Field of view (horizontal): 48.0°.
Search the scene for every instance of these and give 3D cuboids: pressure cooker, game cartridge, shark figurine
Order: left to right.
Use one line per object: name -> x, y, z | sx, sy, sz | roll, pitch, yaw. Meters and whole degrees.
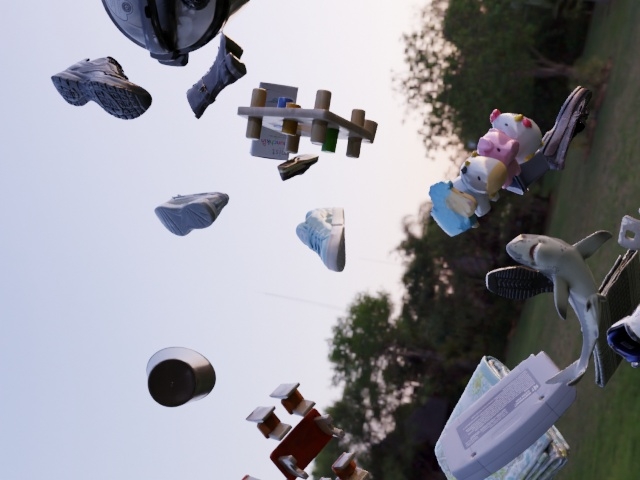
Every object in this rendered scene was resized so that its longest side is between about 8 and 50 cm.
pressure cooker -> -0.388, -0.709, 1.937 | 0.370, 0.376, 0.420 | 47, -149, -18
game cartridge -> 0.375, 0.360, 1.453 | 0.294, 0.060, 0.196 | -43, 5, 9
shark figurine -> 0.382, 0.086, 1.129 | 0.278, 0.166, 0.116 | 66, 163, -17

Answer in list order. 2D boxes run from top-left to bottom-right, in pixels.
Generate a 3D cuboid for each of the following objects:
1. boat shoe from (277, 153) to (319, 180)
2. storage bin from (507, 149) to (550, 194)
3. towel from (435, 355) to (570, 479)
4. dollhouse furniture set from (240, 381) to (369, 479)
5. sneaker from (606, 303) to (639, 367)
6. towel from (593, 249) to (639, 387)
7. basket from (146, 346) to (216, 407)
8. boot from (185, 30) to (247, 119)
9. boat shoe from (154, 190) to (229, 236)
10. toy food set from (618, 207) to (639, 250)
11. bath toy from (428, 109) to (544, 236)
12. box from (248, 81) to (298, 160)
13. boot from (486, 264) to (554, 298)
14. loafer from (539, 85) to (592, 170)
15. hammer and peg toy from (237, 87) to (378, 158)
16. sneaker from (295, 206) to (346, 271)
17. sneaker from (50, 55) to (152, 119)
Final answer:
boat shoe -> -0.064, -0.209, 2.043 | 0.152, 0.056, 0.049 | -25, -58, -38
storage bin -> 0.485, -0.169, 1.721 | 0.098, 0.091, 0.135 | 57, -178, -13
towel -> 0.423, 0.511, 1.763 | 0.320, 0.090, 0.374 | -64, 23, 18
dollhouse furniture set -> -0.072, 0.473, 1.528 | 0.259, 0.135, 0.262 | -42, -79, -30
sneaker -> 0.759, 0.197, 1.664 | 0.182, 0.127, 0.316 | -44, -27, 19
towel -> 0.866, 0.221, 2.117 | 0.312, 0.056, 0.324 | -41, -53, -31
basket -> -0.395, 0.377, 1.970 | 0.227, 0.205, 0.154 | 128, 160, -83
boot -> -0.349, -0.531, 2.291 | 0.091, 0.229, 0.262 | 34, -150, -39
boat shoe -> -0.401, -0.092, 2.218 | 0.103, 0.320, 0.118 | -44, -68, -35
toy food set -> 0.880, -0.113, 1.807 | 0.306, 0.092, 0.220 | -40, -26, 2
bath toy -> 0.347, -0.161, 1.477 | 0.348, 0.129, 0.151 | -45, 9, -35
box -> -0.153, -0.380, 2.294 | 0.262, 0.127, 0.231 | -121, 38, -79
boot -> 0.477, 0.078, 1.671 | 0.137, 0.198, 0.076 | -83, -7, -73
loafer -> 0.745, -0.326, 2.143 | 0.302, 0.095, 0.109 | -54, -33, -15
hammer and peg toy -> -0.014, -0.279, 1.815 | 0.361, 0.266, 0.127 | 10, -92, -62
sneaker -> 0.000, 0.000, 2.138 | 0.366, 0.150, 0.135 | -85, -8, -71
sneaker -> -0.489, -0.367, 1.655 | 0.130, 0.286, 0.109 | -54, -30, -28
